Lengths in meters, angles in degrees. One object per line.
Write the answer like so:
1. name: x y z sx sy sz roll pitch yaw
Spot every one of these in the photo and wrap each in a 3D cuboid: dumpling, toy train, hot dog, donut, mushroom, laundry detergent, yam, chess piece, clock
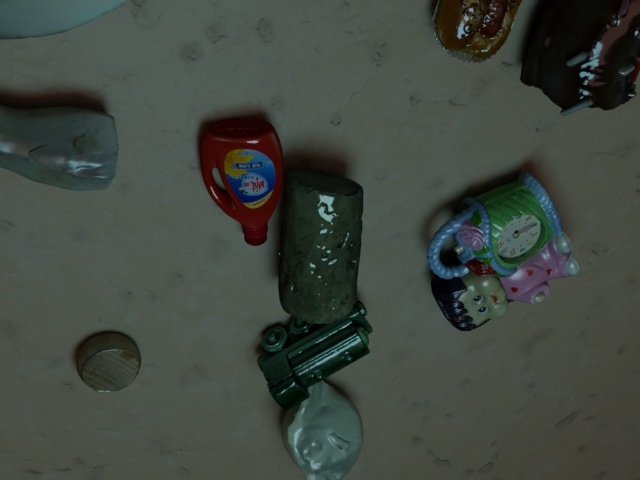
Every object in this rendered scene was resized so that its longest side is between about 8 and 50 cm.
1. dumpling: -0.001 0.304 1.204 0.124 0.151 0.229 -6 132 19
2. toy train: -0.005 0.148 1.113 0.170 0.111 0.071 -31 133 4
3. hot dog: 0.191 -0.291 0.900 0.108 0.059 0.191 5 120 -27
4. donut: 0.432 -0.257 0.960 0.345 0.136 0.259 7 124 -25
5. mushroom: -0.320 -0.114 0.838 0.223 0.081 0.092 18 135 -26
6. laundry detergent: -0.091 -0.063 0.970 0.097 0.049 0.165 -1 127 2
7. yam: 0.000 0.000 1.009 0.107 0.107 0.194 -6 124 -15
8. chess piece: -0.280 0.161 1.073 0.083 0.038 0.084 -8 124 -12
9. clock: 0.236 0.023 1.115 0.195 0.100 0.194 -32 124 2

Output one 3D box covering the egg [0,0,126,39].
1. egg: -0.278 -0.322 0.615 0.337 0.201 0.337 0 162 0
